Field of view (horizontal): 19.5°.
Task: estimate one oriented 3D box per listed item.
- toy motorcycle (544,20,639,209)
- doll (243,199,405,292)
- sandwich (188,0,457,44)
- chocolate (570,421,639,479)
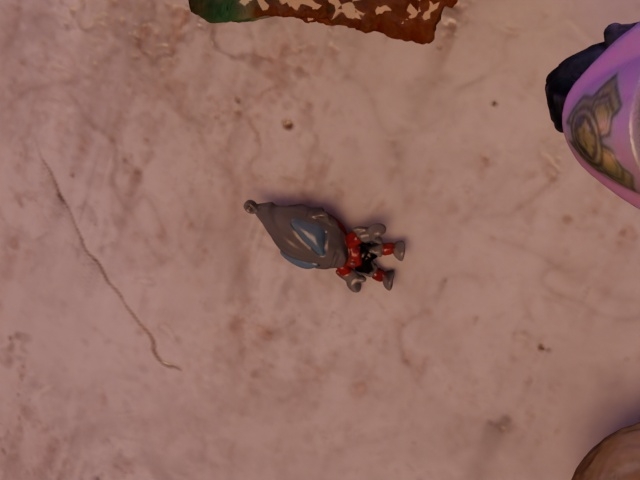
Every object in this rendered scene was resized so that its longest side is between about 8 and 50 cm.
[{"bbox_3d":[0.255,-0.076,0.896,0.327,0.188,0.143,-4,106,25],"label":"toy motorcycle"},{"bbox_3d":[0.000,0.001,1.253,0.114,0.039,0.057,21,162,-1],"label":"doll"},{"bbox_3d":[0.019,-0.221,1.099,0.212,0.109,0.292,43,120,-4],"label":"sandwich"},{"bbox_3d":[0.301,0.158,1.169,0.309,0.134,0.134,-14,109,23],"label":"chocolate"}]
